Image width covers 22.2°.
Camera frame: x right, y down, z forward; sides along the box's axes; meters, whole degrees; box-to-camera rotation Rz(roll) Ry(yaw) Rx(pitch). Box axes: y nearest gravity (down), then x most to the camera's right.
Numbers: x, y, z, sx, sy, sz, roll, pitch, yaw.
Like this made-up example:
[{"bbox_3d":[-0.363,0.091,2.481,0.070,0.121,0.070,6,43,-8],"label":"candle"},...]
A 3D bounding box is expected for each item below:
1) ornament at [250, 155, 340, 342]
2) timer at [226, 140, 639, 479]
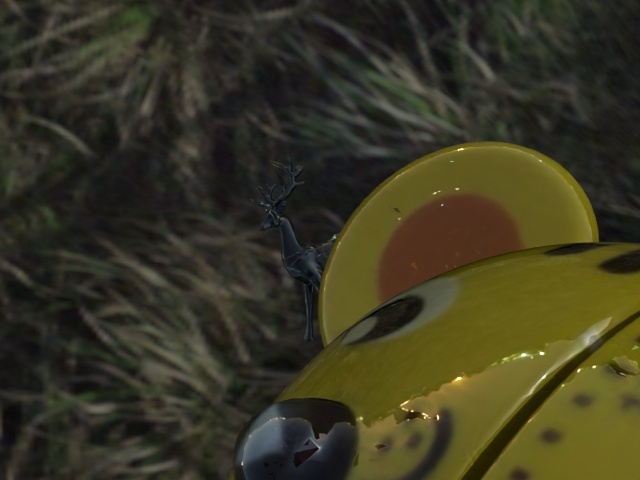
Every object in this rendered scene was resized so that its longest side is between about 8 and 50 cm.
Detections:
[{"bbox_3d":[0.000,0.000,1.092,0.073,0.028,0.125,-22,83,-15],"label":"ornament"},{"bbox_3d":[0.080,0.153,0.683,0.387,0.376,0.376,28,95,38],"label":"timer"}]
